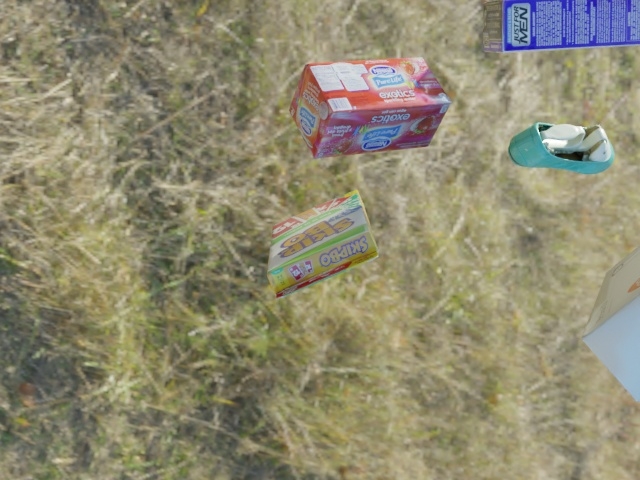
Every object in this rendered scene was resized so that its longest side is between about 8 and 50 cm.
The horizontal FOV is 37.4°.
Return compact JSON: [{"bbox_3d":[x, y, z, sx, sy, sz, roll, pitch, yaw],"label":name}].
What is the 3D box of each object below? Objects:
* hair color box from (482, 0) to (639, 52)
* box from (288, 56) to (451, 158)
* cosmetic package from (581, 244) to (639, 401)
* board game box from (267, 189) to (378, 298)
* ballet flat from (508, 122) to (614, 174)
[{"bbox_3d":[0.502,-0.427,1.853,0.185,0.339,0.110,-98,-174,-78],"label":"hair color box"},{"bbox_3d":[0.090,-0.244,1.725,0.257,0.128,0.122,-9,146,-28],"label":"box"},{"bbox_3d":[0.451,0.015,1.076,0.097,0.284,0.377,48,21,7],"label":"cosmetic package"},{"bbox_3d":[0.000,0.000,1.130,0.259,0.124,0.039,-98,164,-73],"label":"board game box"},{"bbox_3d":[0.434,-0.160,1.608,0.247,0.087,0.083,-2,70,-31],"label":"ballet flat"}]
